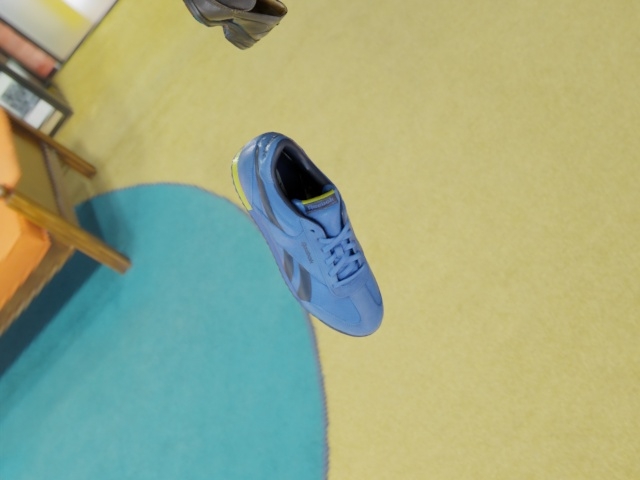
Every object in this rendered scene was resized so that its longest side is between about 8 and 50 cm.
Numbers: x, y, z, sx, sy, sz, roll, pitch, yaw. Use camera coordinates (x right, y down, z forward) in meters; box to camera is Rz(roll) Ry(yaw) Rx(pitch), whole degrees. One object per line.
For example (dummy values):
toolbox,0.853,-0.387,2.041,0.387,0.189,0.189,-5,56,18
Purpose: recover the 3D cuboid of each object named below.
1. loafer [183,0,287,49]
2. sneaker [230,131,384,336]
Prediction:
loafer,-0.090,-0.240,0.911,0.061,0.170,0.062,-26,78,17
sneaker,0.000,0.000,0.814,0.069,0.209,0.082,-38,16,-24
